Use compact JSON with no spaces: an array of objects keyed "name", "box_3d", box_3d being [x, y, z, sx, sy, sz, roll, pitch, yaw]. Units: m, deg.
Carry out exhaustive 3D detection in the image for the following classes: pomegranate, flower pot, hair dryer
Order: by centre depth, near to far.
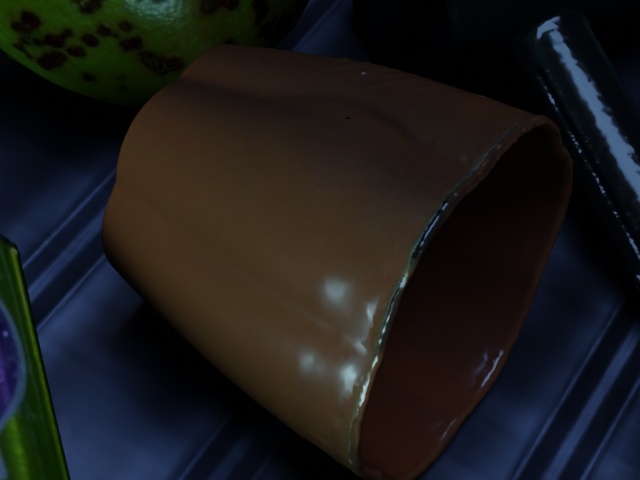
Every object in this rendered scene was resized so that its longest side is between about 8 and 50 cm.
[{"name":"flower pot","box_3d":[0.000,0.000,0.729,0.173,0.191,0.190,25,52,24]},{"name":"pomegranate","box_3d":[-0.103,-0.181,0.836,0.211,0.211,0.263,-8,12,-16]},{"name":"hair dryer","box_3d":[0.185,-0.089,0.878,0.244,0.116,0.302,-18,71,-22]}]

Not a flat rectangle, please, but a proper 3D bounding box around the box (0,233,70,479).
[{"name":"box","box_3d":[-0.151,0.160,0.619,0.134,0.097,0.346,-9,57,-15]}]
